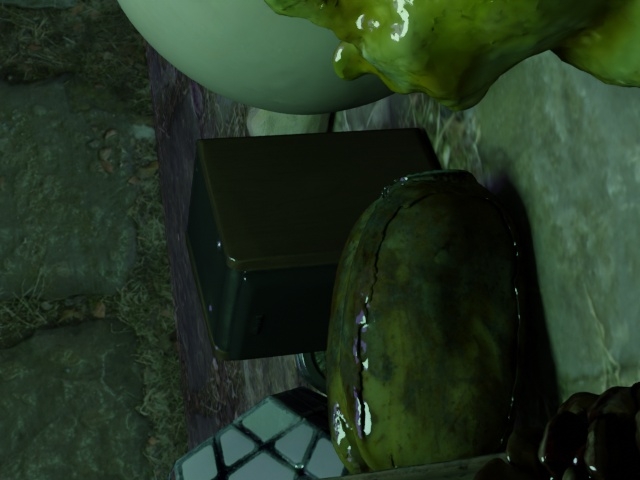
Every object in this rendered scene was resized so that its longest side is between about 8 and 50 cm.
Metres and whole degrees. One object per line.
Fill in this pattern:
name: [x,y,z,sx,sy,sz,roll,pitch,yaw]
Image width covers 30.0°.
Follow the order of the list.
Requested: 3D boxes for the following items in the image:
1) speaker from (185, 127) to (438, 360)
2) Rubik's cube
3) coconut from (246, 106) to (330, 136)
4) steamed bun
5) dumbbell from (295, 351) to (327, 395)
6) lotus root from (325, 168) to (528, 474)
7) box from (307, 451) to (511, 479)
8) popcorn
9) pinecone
speaker: [0.000,0.000,1.165,0.153,0.231,0.192,103,157,-46]
Rubik's cube: [-0.023,0.312,1.272,0.264,0.319,0.319,-70,-13,-59]
coconut: [-0.041,-0.156,1.496,0.110,0.110,0.124,-110,29,-44]
steamed bun: [-0.020,-0.259,0.992,0.374,0.334,0.333,180,85,-73]
dumbbell: [0.017,0.133,1.401,0.254,0.110,0.110,136,128,-78]
lotus root: [0.087,0.078,0.988,0.152,0.160,0.274,114,163,-77]
box: [0.080,0.304,0.850,0.190,0.297,0.225,-121,31,-57]
popcorn: [0.097,-0.231,0.665,0.325,0.290,0.321,-63,-37,-77]
pinecone: [0.189,0.163,0.645,0.179,0.184,0.204,65,152,6]
